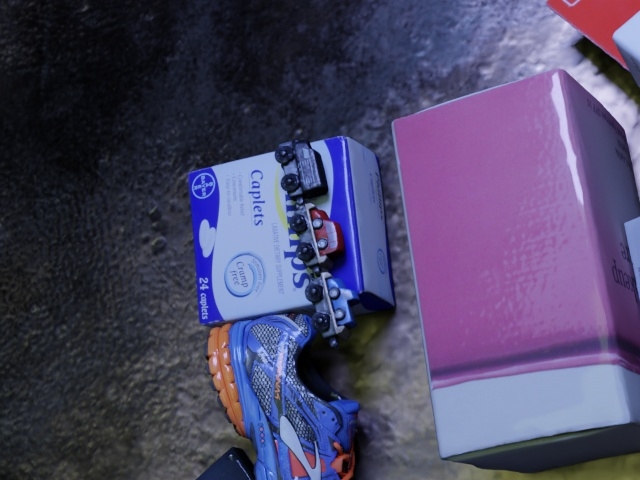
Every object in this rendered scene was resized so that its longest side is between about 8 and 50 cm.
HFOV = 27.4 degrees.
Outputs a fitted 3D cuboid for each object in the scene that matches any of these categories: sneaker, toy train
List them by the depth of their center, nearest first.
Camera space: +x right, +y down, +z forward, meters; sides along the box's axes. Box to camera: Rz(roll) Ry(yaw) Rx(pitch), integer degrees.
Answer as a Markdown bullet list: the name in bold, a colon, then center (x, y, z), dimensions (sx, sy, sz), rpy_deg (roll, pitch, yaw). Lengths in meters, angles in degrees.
- **sneaker**: center (-0.006, 0.151, 0.939), dimensions (0.087, 0.083, 0.221), rpy_deg (-26, 86, 8)
- **toy train**: center (0.000, 0.000, 0.939), dimensions (0.036, 0.027, 0.158), rpy_deg (-16, 71, 9)

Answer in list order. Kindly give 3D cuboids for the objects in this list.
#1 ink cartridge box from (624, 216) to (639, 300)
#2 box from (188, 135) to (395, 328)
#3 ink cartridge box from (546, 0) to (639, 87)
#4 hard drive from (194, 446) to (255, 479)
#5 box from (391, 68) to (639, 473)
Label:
- **ink cartridge box**: center (0.250, 0.020, 0.862), dimensions (0.029, 0.115, 0.063), rpy_deg (-25, 65, 44)
- **box**: center (-0.023, -0.001, 1.004), dimensions (0.137, 0.072, 0.126), rpy_deg (-12, 73, 21)
- **ink cartridge box**: center (0.302, -0.202, 0.841), dimensions (0.275, 0.060, 0.239), rpy_deg (-41, 47, 4)
- **hard drive**: center (-0.087, 0.236, 1.001), dimensions (0.135, 0.022, 0.094), rpy_deg (-43, 64, 10)
- **box**: center (0.145, 0.027, 0.873), dimensions (0.127, 0.148, 0.232), rpy_deg (-16, 71, 25)
